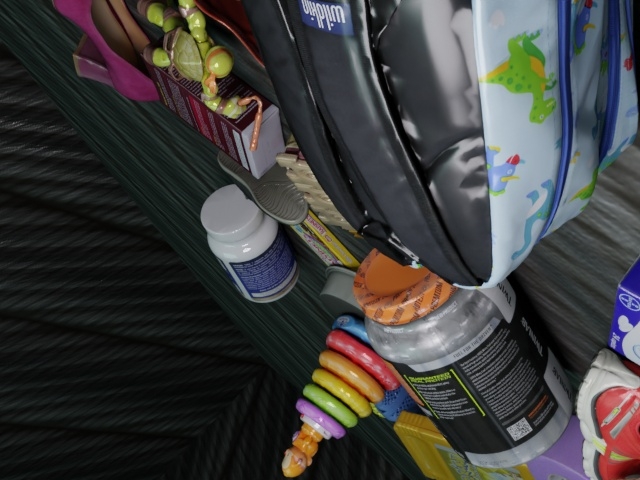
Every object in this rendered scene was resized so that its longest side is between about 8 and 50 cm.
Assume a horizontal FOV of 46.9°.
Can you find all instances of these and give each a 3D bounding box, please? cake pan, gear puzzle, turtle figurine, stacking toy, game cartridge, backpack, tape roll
[{"bbox_3d":[0.115,0.160,1.415,0.293,0.054,0.293,35,165,11],"label":"cake pan"},{"bbox_3d":[0.069,-0.052,0.995,0.176,0.044,0.339,9,165,17],"label":"gear puzzle"},{"bbox_3d":[-0.177,-0.254,1.024,0.217,0.087,0.269,34,150,44],"label":"turtle figurine"},{"bbox_3d":[0.022,0.299,1.348,0.166,0.301,0.175,40,166,-9],"label":"stacking toy"},{"bbox_3d":[0.334,0.479,1.571,0.324,0.052,0.285,7,144,34],"label":"game cartridge"},{"bbox_3d":[0.078,-0.132,0.508,0.290,0.273,0.355,24,133,46],"label":"backpack"},{"bbox_3d":[0.460,0.397,1.149,0.275,0.090,0.275,41,165,13],"label":"tape roll"}]

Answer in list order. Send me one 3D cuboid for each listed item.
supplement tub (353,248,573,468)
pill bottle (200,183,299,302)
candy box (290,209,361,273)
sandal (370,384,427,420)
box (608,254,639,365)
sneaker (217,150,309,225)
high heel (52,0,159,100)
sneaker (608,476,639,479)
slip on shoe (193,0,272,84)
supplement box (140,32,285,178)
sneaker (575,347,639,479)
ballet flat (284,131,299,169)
[{"bbox_3d":[0.187,0.137,0.970,0.316,0.193,0.194,53,163,-28],"label":"supplement tub"},{"bbox_3d":[-0.148,0.008,1.558,0.153,0.153,0.264,35,162,32],"label":"pill bottle"},{"bbox_3d":[0.000,0.000,1.399,0.206,0.027,0.105,47,167,-9],"label":"candy box"},{"bbox_3d":[0.232,0.403,1.714,0.317,0.126,0.138,45,160,-31],"label":"sandal"},{"bbox_3d":[0.340,0.080,0.659,0.137,0.072,0.126,34,162,32],"label":"box"},{"bbox_3d":[-0.084,-0.086,1.318,0.222,0.083,0.118,44,173,31],"label":"sneaker"},{"bbox_3d":[-0.319,-0.364,1.201,0.182,0.127,0.377,16,160,-3],"label":"high heel"},{"bbox_3d":[0.488,0.362,0.887,0.297,0.111,0.129,26,139,-16],"label":"sneaker"},{"bbox_3d":[-0.004,-0.187,0.789,0.331,0.101,0.123,44,163,-4],"label":"slip on shoe"},{"bbox_3d":[-0.168,-0.217,1.177,0.239,0.073,0.130,38,163,18],"label":"supplement box"},{"bbox_3d":[0.394,0.249,0.912,0.118,0.107,0.279,21,154,42],"label":"sneaker"},{"bbox_3d":[-0.015,-0.121,1.046,0.073,0.067,0.206,49,164,-16],"label":"ballet flat"}]
